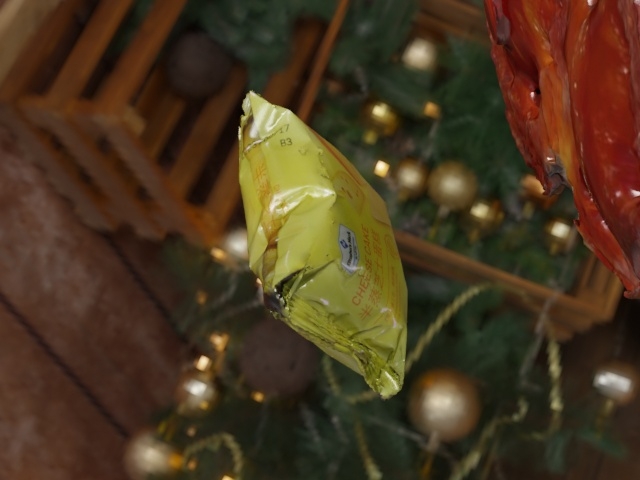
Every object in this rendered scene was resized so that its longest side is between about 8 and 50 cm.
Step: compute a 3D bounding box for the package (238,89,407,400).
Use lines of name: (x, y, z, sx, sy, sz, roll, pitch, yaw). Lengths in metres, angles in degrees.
package: (0.000, 0.000, 1.179, 0.090, 0.226, 0.168, -31, 135, 18)

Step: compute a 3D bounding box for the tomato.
tomato: (0.151, -0.097, 0.654, 0.139, 0.233, 0.200, -13, 129, -7)
